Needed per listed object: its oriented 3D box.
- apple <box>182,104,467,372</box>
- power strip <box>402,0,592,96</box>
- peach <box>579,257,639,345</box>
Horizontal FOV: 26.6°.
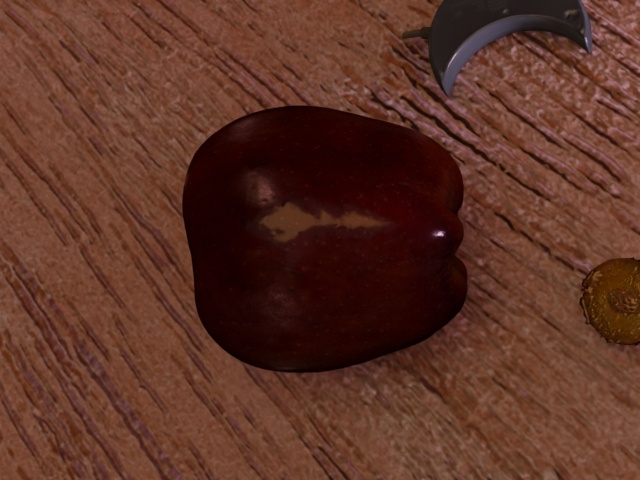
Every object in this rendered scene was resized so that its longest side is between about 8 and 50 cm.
[{"bbox_3d":[0.000,0.000,1.452,0.317,0.288,0.288,0,76,9],"label":"apple"},{"bbox_3d":[0.200,-0.248,1.570,0.216,0.044,0.137,-14,72,14],"label":"power strip"},{"bbox_3d":[0.326,0.066,1.437,0.098,0.061,0.098,-7,77,33],"label":"peach"}]
